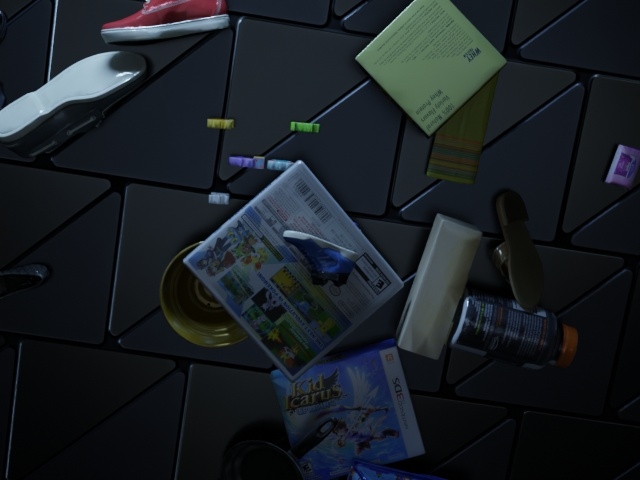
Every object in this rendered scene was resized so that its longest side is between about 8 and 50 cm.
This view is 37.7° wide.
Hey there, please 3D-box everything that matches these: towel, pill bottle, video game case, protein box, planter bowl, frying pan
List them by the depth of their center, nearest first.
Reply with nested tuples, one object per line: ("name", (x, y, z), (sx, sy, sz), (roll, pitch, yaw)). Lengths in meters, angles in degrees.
("protein box", (0.207, -0.332, 1.770), (0.200, 0.136, 0.201), (-44, 89, 7))
("video game case", (-0.048, 0.063, 1.826), (0.300, 0.036, 0.329), (-41, 104, -3))
("towel", (0.282, -0.234, 1.865), (0.102, 0.021, 0.237), (10, 99, -9))
("planter bowl", (-0.210, 0.099, 1.872), (0.217, 0.090, 0.217), (-1, 99, -7))
("pill bottle", (0.387, 0.185, 1.884), (0.245, 0.130, 0.130), (16, 100, -3))
("frying pan", (-0.095, 0.445, 1.923), (0.197, 0.053, 0.326), (26, 112, 14))
("video game case", (0.058, 0.356, 1.944), (0.269, 0.061, 0.244), (-16, 100, 1))

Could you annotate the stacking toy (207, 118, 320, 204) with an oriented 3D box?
("stacking toy", (-0.116, -0.153, 1.852), (0.221, 0.052, 0.167), (3, 100, -3))

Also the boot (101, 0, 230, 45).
("boot", (-0.307, -0.468, 1.775), (0.244, 0.088, 0.176), (-13, 100, -7))

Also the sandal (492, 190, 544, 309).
("sandal", (0.383, 0.025, 1.892), (0.088, 0.079, 0.240), (-4, 81, -32))

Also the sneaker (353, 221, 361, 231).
("sneaker", (0.000, 0.000, 1.886), (0.169, 0.068, 0.071), (-10, 86, -9))

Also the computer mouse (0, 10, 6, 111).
("computer mouse", (-0.646, -0.325, 1.813), (0.071, 0.041, 0.242), (8, 99, -2))

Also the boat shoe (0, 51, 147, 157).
("boat shoe", (-0.473, -0.261, 1.818), (0.319, 0.116, 0.099), (-28, 143, -3))

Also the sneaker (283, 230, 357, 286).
("sneaker", (-0.010, 0.040, 1.781), (0.152, 0.058, 0.085), (21, 86, -20))

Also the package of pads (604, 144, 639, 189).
("package of pads", (0.609, -0.147, 1.880), (0.050, 0.032, 0.083), (17, 99, -6))

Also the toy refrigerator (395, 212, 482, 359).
("toy refrigerator", (0.239, 0.092, 1.877), (0.094, 0.102, 0.270), (18, 99, -2))

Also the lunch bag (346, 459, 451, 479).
("lunch bag", (0.186, 0.596, 1.942), (0.293, 0.138, 0.221), (10, 112, -17))

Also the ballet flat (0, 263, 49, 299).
("ballet flat", (-0.629, 0.087, 1.883), (0.173, 0.049, 0.057), (-20, 99, 2))
